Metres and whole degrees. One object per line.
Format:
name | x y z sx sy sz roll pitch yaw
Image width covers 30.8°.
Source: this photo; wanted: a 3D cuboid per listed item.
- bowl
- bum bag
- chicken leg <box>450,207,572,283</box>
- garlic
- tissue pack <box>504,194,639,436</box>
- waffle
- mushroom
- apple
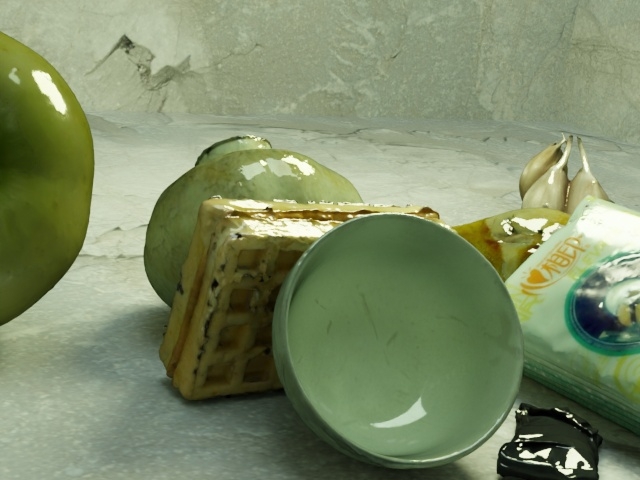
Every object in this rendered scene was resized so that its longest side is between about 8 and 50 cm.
bowl | 0.079 0.130 1.412 0.307 0.307 0.163 3 -17 -17
bum bag | 0.287 0.250 1.434 0.123 0.060 0.248 10 14 13
chicken leg | 0.312 0.012 2.182 0.429 0.153 0.201 3 30 15
garlic | 0.518 -0.074 2.431 0.210 0.292 0.237 5 54 12
tissue pack | 0.452 0.115 1.623 0.287 0.162 0.388 -43 36 -16
waffle | -0.011 0.069 1.552 0.376 0.261 0.114 -1 28 -33
mushroom | -0.100 -0.008 1.725 0.352 0.260 0.352 -13 -23 -6
apple | -0.534 -0.079 1.546 0.473 0.474 0.473 7 15 -2
